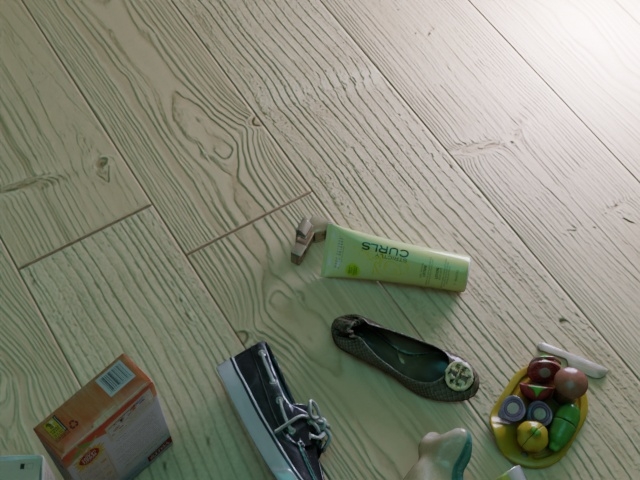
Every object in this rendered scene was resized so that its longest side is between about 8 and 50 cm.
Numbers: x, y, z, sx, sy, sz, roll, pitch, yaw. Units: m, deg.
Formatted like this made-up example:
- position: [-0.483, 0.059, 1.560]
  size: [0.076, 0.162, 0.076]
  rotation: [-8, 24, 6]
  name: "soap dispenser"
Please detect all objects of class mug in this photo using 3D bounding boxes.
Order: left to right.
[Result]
- position: [0.274, 0.373, 1.533]
  size: [0.078, 0.062, 0.064]
  rotation: [-32, 72, -5]
  name: "mug"

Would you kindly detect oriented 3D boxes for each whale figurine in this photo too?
- position: [0.161, 0.397, 1.446]
  size: [0.141, 0.216, 0.272]
  rotation: [28, 63, -17]
  name: "whale figurine"

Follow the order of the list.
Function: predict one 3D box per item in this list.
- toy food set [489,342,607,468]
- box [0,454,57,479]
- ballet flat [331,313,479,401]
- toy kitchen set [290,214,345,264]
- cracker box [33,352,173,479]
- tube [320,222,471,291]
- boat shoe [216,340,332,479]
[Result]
- position: [0.346, 0.238, 1.605]
  size: [0.128, 0.071, 0.218]
  rotation: [29, 62, 16]
  name: "toy food set"
- position: [-0.400, 0.390, 1.362]
  size: [0.148, 0.311, 0.121]
  rotation: [-3, 57, -2]
  name: "box"
- position: [0.131, 0.177, 1.647]
  size: [0.250, 0.058, 0.084]
  rotation: [25, 62, 14]
  name: "ballet flat"
- position: [0.000, 0.000, 1.749]
  size: [0.075, 0.068, 0.083]
  rotation: [24, 61, 13]
  name: "toy kitchen set"
- position: [-0.297, 0.274, 1.481]
  size: [0.067, 0.232, 0.155]
  rotation: [39, 66, 22]
  name: "cracker box"
- position: [0.122, 0.037, 1.730]
  size: [0.240, 0.062, 0.070]
  rotation: [10, 62, 5]
  name: "tube"
- position: [-0.041, 0.280, 1.552]
  size: [0.105, 0.113, 0.306]
  rotation: [-33, 54, -3]
  name: "boat shoe"
